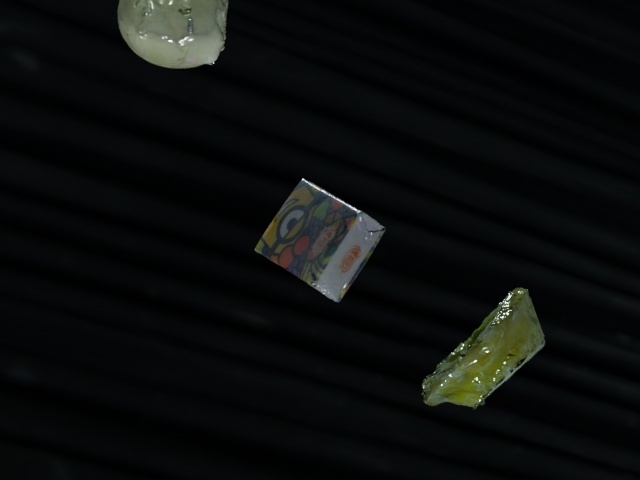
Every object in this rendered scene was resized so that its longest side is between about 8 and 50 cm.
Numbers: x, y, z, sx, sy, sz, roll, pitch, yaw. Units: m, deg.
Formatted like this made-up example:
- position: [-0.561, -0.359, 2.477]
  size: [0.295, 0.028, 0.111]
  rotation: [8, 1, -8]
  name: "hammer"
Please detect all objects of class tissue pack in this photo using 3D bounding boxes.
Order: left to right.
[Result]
- position: [0.000, 0.000, 1.284]
  size: [0.063, 0.035, 0.083]
  rotation: [-55, 35, -1]
  name: "tissue pack"

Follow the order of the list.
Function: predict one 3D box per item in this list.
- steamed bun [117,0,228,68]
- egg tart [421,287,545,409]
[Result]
- position: [-0.151, -0.226, 1.943]
  size: [0.091, 0.112, 0.130]
  rotation: [101, 165, -50]
  name: "steamed bun"
- position: [0.203, 0.142, 2.310]
  size: [0.197, 0.078, 0.197]
  rotation: [-45, -7, -7]
  name: "egg tart"
